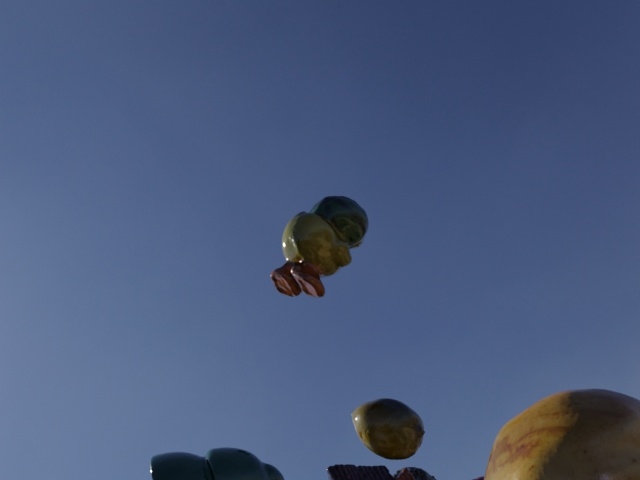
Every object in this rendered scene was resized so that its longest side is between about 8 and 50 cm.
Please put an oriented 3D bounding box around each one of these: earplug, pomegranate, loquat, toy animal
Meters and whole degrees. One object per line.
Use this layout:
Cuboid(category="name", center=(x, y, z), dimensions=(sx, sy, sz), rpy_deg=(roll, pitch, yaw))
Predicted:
Cuboid(category="earplug", center=(-0.152, 0.369, 0.723), dimensions=(0.280, 0.257, 0.163), rpy_deg=(-25, -38, -19))
Cuboid(category="pomegranate", center=(0.311, 0.294, 0.689), dimensions=(0.264, 0.264, 0.264), rpy_deg=(-23, -43, -22))
Cuboid(category="loquat", center=(0.169, 0.471, 1.585), dimensions=(0.152, 0.195, 0.152), rpy_deg=(-22, -64, -59))
Cuboid(category="toy animal", center=(-0.001, -0.003, 1.760), dimensions=(0.338, 0.216, 0.191), rpy_deg=(-49, -64, -33))

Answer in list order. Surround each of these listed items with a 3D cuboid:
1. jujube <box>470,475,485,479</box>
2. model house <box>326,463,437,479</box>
Cuboid(category="jujube", center=(0.353, 0.548, 1.295), dimensions=(0.112, 0.109, 0.176), rpy_deg=(-34, -36, 20))
Cuboid(category="model house", center=(0.168, 0.728, 1.665), dimensions=(0.297, 0.360, 0.339), rpy_deg=(-44, -59, 3))
